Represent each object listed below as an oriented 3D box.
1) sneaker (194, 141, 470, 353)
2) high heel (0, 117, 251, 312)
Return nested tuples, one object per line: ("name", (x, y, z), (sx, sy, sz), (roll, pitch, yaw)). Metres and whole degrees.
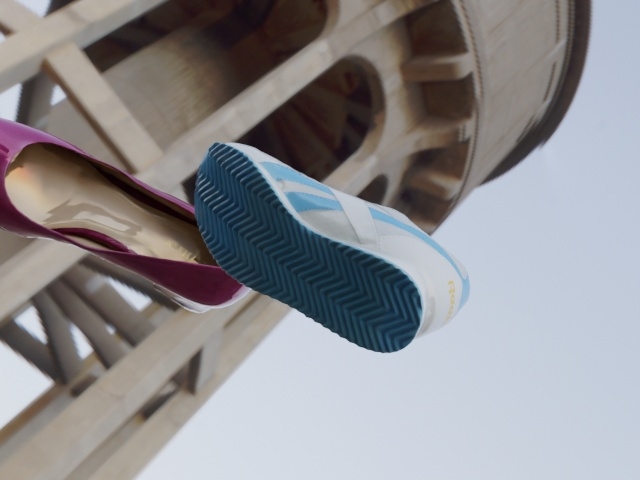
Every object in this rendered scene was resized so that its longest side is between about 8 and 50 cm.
("sneaker", (0.000, 0.000, 0.681), (0.229, 0.092, 0.087), (35, -62, 29))
("high heel", (-0.236, -0.049, 1.009), (0.377, 0.127, 0.181), (28, -24, -13))
